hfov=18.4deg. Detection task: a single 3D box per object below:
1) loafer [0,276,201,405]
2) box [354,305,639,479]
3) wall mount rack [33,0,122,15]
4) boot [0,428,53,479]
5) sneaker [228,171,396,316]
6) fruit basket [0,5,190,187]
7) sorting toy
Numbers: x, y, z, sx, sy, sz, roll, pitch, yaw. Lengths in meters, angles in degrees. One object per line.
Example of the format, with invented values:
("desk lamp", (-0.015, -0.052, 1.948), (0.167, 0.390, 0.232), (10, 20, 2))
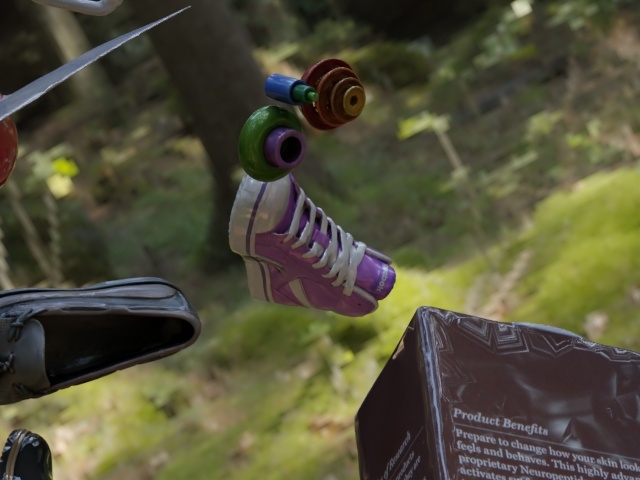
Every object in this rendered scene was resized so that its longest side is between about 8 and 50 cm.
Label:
("loafer", (-0.235, 0.090, 1.745), (0.267, 0.096, 0.084), (-14, 17, -20))
("box", (0.139, 0.236, 1.230), (0.143, 0.191, 0.381), (119, 157, -43))
("wall mount rack", (-0.199, -0.354, 1.681), (0.130, 0.304, 0.350), (11, 2, -1))
("boot", (-0.207, 0.241, 1.724), (0.137, 0.077, 0.198), (-16, 51, 8))
("sneaker", (0.000, -0.001, 2.025), (0.282, 0.161, 0.102), (70, -143, -69))
("fruit basket", (-0.282, -0.027, 1.273), (0.353, 0.165, 0.327), (-31, 9, -38))
("sorting toy", (-0.008, -0.080, 1.276), (0.102, 0.061, 0.042), (-47, 38, -20))
